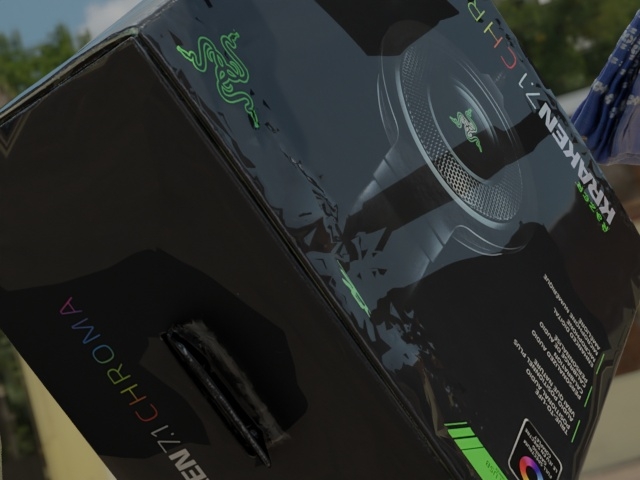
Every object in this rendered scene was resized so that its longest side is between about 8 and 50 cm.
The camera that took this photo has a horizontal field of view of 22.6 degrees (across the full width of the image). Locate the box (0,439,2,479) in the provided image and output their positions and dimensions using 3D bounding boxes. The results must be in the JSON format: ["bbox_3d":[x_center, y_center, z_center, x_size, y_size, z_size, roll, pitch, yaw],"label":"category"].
[{"bbox_3d":[-0.169,0.125,0.568,0.114,0.036,0.207,-7,28,-9],"label":"box"}]

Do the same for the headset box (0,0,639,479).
[{"bbox_3d":[0.000,0.000,0.661,0.131,0.246,0.283,-28,13,31],"label":"headset box"}]

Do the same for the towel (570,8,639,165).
[{"bbox_3d":[0.299,-0.194,1.094,0.336,0.040,0.243,-59,-22,16],"label":"towel"}]
